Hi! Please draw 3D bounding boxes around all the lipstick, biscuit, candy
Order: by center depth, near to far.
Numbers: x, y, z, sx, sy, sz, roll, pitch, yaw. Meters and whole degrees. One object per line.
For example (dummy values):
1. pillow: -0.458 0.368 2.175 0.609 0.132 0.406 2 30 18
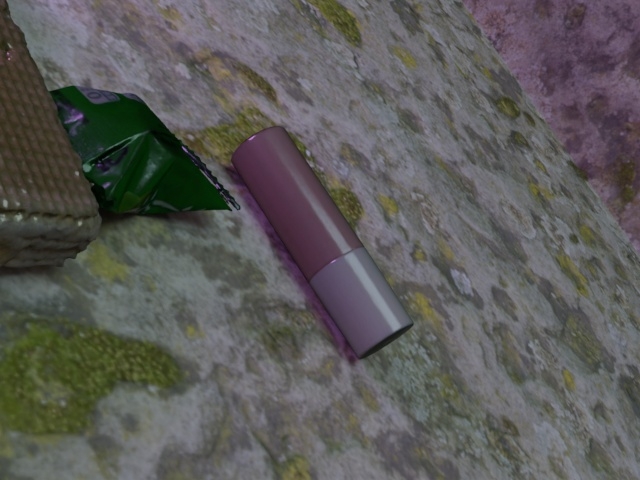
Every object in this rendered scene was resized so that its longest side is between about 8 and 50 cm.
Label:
1. biscuit: -0.304 -0.172 0.705 0.426 0.078 0.144 62 21 14
2. candy: -0.167 -0.079 0.830 0.141 0.078 0.203 58 25 14
3. lipstick: 0.000 0.000 0.968 0.254 0.070 0.070 57 30 13
